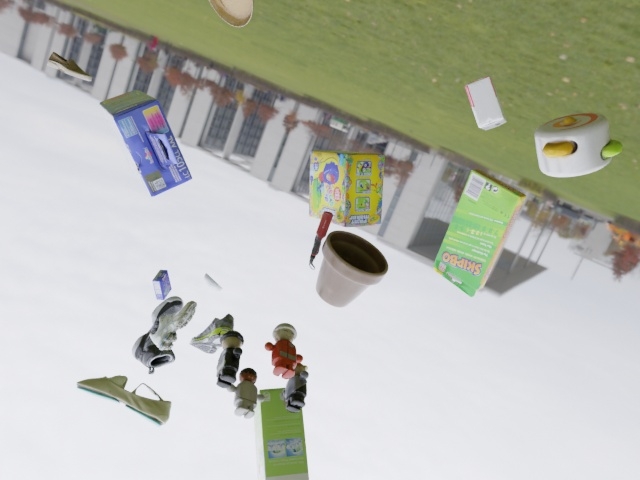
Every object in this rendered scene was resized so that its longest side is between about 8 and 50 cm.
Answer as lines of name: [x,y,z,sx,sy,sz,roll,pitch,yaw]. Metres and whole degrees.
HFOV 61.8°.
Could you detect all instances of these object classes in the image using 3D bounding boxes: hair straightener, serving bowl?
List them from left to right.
serving bowl: [-0.386,0.153,1.903,0.083,0.027,0.083,41,168,11]
hair straightener: [0.000,0.000,2.060,0.047,0.230,0.089,15,-179,0]

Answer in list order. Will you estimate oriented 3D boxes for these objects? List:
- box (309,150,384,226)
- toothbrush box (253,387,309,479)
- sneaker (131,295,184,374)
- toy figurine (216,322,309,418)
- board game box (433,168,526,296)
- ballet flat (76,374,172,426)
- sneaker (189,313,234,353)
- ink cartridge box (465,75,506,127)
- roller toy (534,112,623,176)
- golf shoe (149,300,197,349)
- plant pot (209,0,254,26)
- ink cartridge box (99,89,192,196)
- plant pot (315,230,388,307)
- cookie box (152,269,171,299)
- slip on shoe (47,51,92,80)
box: [0.100,-0.215,2.147,0.177,0.279,0.290,-5,-167,-30]
toothbrush box: [-0.113,0.572,1.483,0.122,0.206,0.283,-2,-117,-14]
sneaker: [-0.538,0.333,1.856,0.153,0.268,0.101,35,-178,42]
toy figurine: [-0.137,0.314,1.301,0.213,0.209,0.148,-12,-142,7]
board game box: [0.336,-0.012,1.161,0.039,0.259,0.124,-11,-141,-41]
ballet flat: [-0.497,0.395,1.379,0.248,0.086,0.086,29,-169,-8]
sneaker: [-0.456,0.403,2.303,0.111,0.300,0.121,38,-133,-27]
ink cartridge box: [0.592,-0.484,1.905,0.092,0.158,0.218,-18,-178,22]
roller toy: [0.706,-0.275,1.505,0.209,0.146,0.191,-18,-160,3]
golf shoe: [-0.455,0.246,1.639,0.086,0.176,0.069,34,170,17]
plant pot: [-0.294,-0.813,1.728,0.236,0.236,0.032,29,-124,31]
ink cartridge box: [-0.549,-0.310,1.688,0.151,0.270,0.395,-27,-150,-15]
plant pot: [0.091,0.127,2.051,0.263,0.229,0.263,24,-152,-14]
cookie box: [-0.717,0.200,2.423,0.040,0.107,0.092,3,-150,9]
slip on shoe: [-0.694,-0.482,1.485,0.135,0.041,0.051,24,-171,12]
